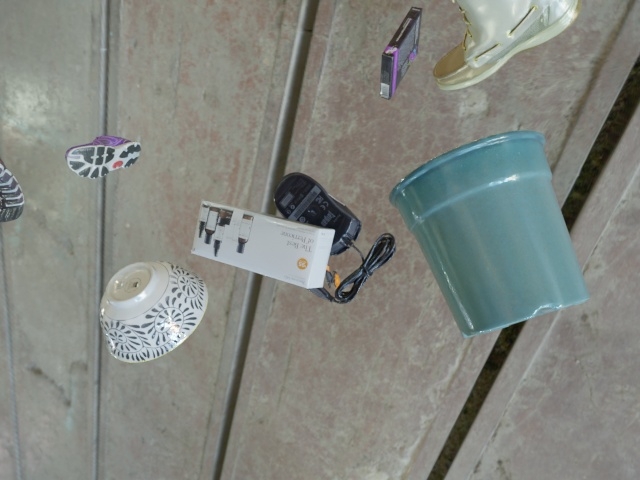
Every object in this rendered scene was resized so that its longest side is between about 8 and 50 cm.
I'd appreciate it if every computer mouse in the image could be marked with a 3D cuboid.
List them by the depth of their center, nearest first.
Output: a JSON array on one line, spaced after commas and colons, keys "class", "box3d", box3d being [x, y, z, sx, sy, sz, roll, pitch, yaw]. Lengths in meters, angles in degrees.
[{"class": "computer mouse", "box3d": [0.000, 0.000, 0.982, 0.262, 0.060, 0.184, 36, 98, 4]}]

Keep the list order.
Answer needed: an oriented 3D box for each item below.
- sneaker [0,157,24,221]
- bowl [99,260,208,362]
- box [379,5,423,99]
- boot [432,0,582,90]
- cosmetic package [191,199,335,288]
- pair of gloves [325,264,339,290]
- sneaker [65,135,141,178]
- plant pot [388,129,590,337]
[{"class": "sneaker", "box3d": [-0.667, -0.172, 1.004, 0.281, 0.106, 0.162, 110, 150, -52]}, {"class": "bowl", "box3d": [-0.260, 0.084, 0.734, 0.170, 0.170, 0.080, 12, 142, 29]}, {"class": "box", "box3d": [0.170, -0.396, 1.058, 0.029, 0.162, 0.116, 24, 155, 17]}, {"class": "boot", "box3d": [0.197, -0.296, 0.655, 0.213, 0.165, 0.077, -21, 51, 50]}, {"class": "cosmetic package", "box3d": [-0.102, 0.003, 0.837, 0.239, 0.060, 0.098, 14, 96, 26]}, {"class": "pair of gloves", "box3d": [0.038, 0.117, 1.505, 0.010, 0.083, 0.074, -19, 59, 24]}, {"class": "sneaker", "box3d": [-0.424, -0.167, 0.959, 0.071, 0.170, 0.068, 28, 112, 11]}, {"class": "plant pot", "box3d": [0.358, 0.005, 1.031, 0.341, 0.341, 0.334, -30, 71, 37]}]
